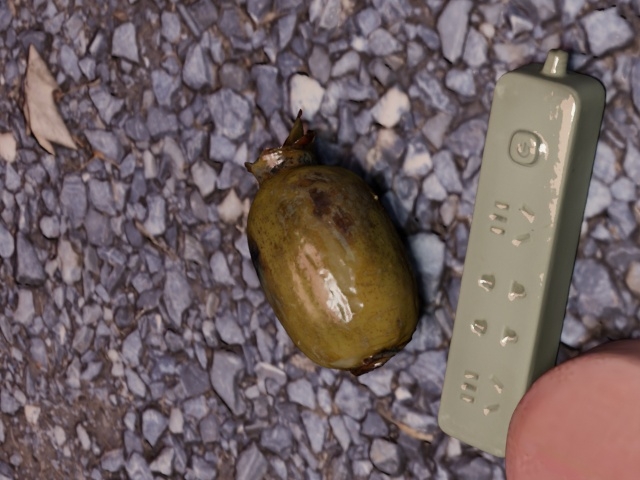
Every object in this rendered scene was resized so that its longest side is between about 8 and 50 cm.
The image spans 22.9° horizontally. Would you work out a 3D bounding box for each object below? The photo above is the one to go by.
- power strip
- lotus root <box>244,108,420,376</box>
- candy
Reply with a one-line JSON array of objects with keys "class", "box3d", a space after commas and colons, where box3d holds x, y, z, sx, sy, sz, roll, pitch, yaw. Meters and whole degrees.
[{"class": "power strip", "box3d": [0.181, 0.012, 1.440, 0.091, 0.062, 0.385, 21, 114, 31]}, {"class": "lotus root", "box3d": [-0.002, 0.001, 1.539, 0.154, 0.154, 0.278, -32, 75, 40]}, {"class": "candy", "box3d": [0.281, 0.202, 1.384, 0.255, 0.094, 0.255, 12, 109, 38]}]
